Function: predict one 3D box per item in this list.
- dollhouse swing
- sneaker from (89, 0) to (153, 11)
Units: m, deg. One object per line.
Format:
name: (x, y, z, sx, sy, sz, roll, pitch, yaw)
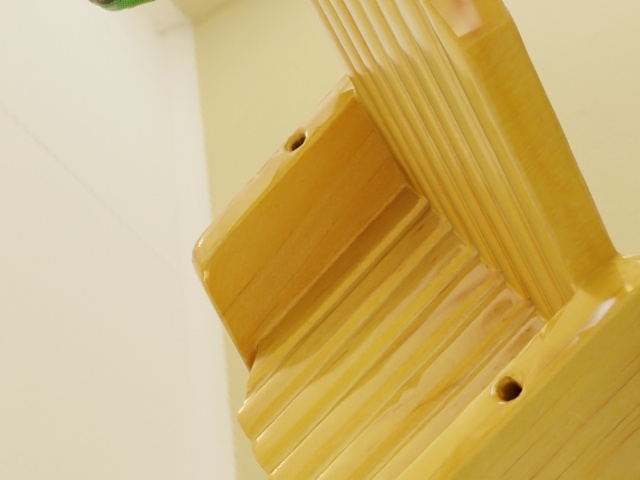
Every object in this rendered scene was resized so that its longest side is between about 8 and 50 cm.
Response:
dollhouse swing: (0.000, 0.000, 0.701, 0.305, 0.315, 0.347, 39, -172, -35)
sneaker: (-0.113, -0.287, 0.904, 0.146, 0.134, 0.343, 56, -136, -24)
